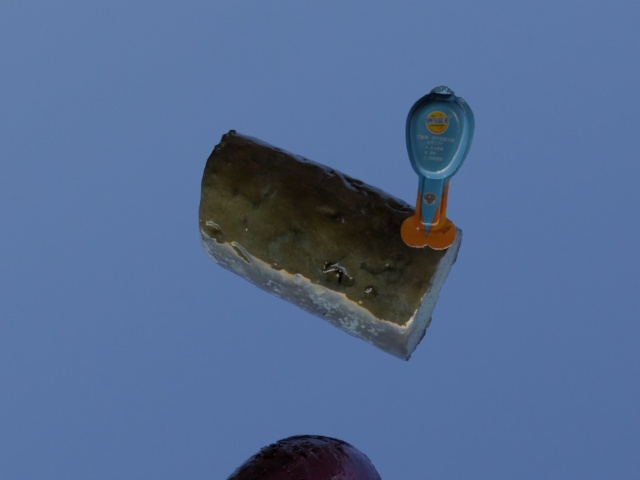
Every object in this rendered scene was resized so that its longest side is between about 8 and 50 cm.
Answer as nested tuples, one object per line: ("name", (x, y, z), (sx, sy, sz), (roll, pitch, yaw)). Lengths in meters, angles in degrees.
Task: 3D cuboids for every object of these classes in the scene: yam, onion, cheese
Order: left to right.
("onion", (-0.011, 0.163, 0.920), (0.115, 0.115, 0.104), (-42, -116, -14))
("yam", (0.000, 0.000, 1.242), (0.194, 0.107, 0.107), (26, -121, 10))
("cheese", (0.077, -0.049, 1.132), (0.047, 0.017, 0.111), (7, -89, 15))
